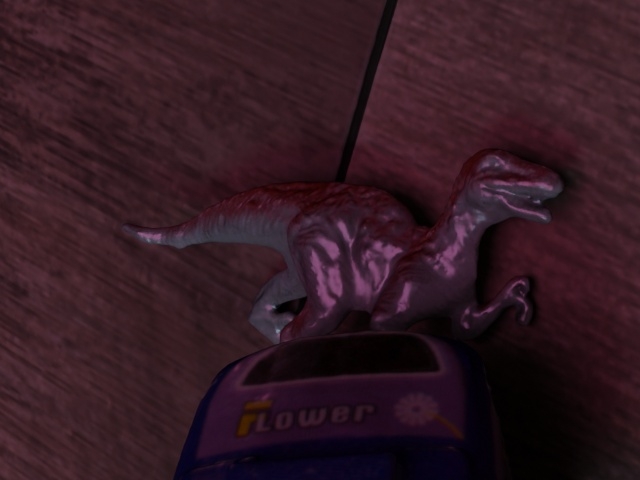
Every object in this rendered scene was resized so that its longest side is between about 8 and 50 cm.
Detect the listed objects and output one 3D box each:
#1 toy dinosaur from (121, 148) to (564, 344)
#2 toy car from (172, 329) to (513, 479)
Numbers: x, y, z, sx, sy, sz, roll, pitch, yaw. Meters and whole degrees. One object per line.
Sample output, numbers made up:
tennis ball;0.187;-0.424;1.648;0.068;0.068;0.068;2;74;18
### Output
toy dinosaur;0.000;0.000;0.960;0.242;0.053;0.167;28;111;33
toy car;0.029;0.152;0.884;0.172;0.158;0.235;-5;135;15
